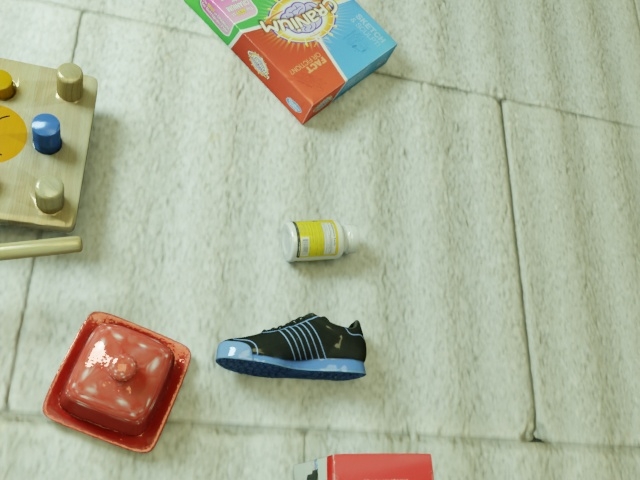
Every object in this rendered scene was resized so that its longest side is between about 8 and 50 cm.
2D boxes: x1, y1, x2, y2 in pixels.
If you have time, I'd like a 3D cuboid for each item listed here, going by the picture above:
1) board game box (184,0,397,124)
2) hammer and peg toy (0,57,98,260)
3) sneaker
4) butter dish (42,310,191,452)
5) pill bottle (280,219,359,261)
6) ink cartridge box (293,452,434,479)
[{"bbox_3d":[-0.051,-0.396,1.214,0.316,0.064,0.242,46,62,4],"label":"board game box"},{"bbox_3d":[-0.452,-0.093,0.916,0.265,0.127,0.361,7,66,-18],"label":"hammer and peg toy"},{"bbox_3d":[-0.040,0.152,0.986,0.232,0.081,0.091,10,63,-23],"label":"sneaker"},{"bbox_3d":[-0.261,0.175,0.874,0.159,0.118,0.160,24,63,-8],"label":"butter dish"},{"bbox_3d":[0.000,0.000,1.067,0.116,0.065,0.065,-2,69,-20],"label":"pill bottle"},{"bbox_3d":[0.058,0.318,0.859,0.134,0.231,0.078,5,67,-17],"label":"ink cartridge box"}]
